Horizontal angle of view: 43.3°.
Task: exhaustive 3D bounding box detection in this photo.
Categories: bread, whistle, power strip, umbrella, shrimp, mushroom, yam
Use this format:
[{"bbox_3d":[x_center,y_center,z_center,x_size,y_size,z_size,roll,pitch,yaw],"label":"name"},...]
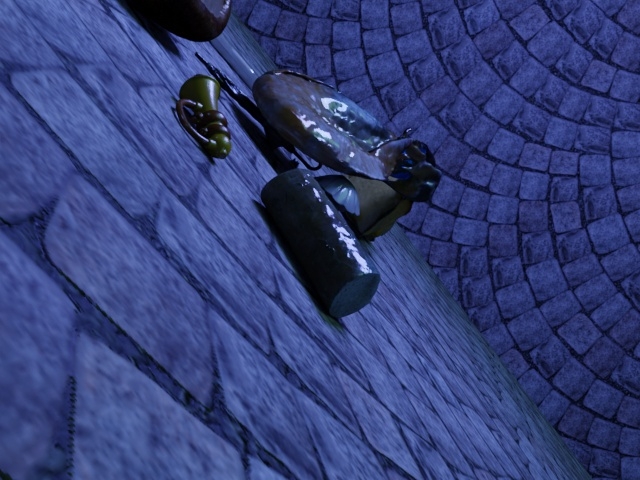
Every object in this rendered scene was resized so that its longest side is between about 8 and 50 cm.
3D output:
[{"bbox_3d":[0.121,-0.057,1.571,0.169,0.140,0.160,49,3,-29],"label":"bread"},{"bbox_3d":[-0.118,-0.129,0.828,0.057,0.046,0.109,65,2,-45],"label":"whistle"},{"bbox_3d":[-0.172,-0.364,1.609,0.191,0.030,0.048,47,11,-37],"label":"power strip"},{"bbox_3d":[-0.103,-0.193,1.271,0.269,0.044,0.044,40,37,-19],"label":"umbrella"},{"bbox_3d":[0.065,-0.159,1.326,0.445,0.110,0.221,16,30,-47],"label":"shrimp"},{"bbox_3d":[-0.192,-0.372,1.052,0.194,0.138,0.232,-50,143,-47],"label":"mushroom"},{"bbox_3d":[0.000,0.000,0.840,0.169,0.068,0.068,59,10,34],"label":"yam"}]

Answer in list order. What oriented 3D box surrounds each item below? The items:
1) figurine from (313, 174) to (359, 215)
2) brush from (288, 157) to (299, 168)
[{"bbox_3d":[0.014,-0.063,1.233,0.094,0.082,0.086,37,30,-24],"label":"figurine"},{"bbox_3d":[-0.044,-0.135,1.396,0.016,0.013,0.083,50,6,-4],"label":"brush"}]
